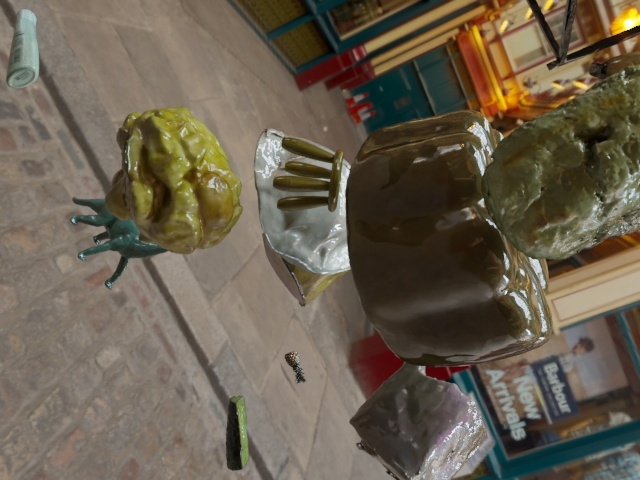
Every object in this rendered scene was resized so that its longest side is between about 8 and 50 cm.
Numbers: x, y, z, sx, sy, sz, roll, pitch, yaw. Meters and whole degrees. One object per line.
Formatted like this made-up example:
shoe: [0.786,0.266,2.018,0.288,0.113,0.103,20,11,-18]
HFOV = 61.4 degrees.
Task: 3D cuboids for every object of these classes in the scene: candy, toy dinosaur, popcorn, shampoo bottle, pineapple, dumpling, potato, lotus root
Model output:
candy: [0.167,0.329,0.951,0.185,0.195,0.137,32,-20,51]
toy dinosaur: [-0.501,-0.060,1.482,0.383,0.331,0.129,61,3,26]
popcorn: [-0.253,-0.103,0.931,0.215,0.252,0.286,-1,46,-29]
shampoo bottle: [-0.587,-0.385,1.067,0.041,0.069,0.190,36,32,-54]
pineapple: [-0.088,0.464,1.951,0.124,0.058,0.058,68,12,19]
dumpling: [-0.018,-0.070,1.160,0.341,0.181,0.260,52,48,-55]
potato: [0.000,0.000,1.373,0.229,0.266,0.229,54,-10,15]
lotus root: [0.524,-0.279,0.889,0.072,0.152,0.063,7,83,-81]

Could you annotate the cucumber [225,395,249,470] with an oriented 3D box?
cucumber: [-0.255,0.564,1.590,0.078,0.062,0.211,-37,124,-76]

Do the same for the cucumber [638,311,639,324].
cucumber: [0.636,0.065,0.934,0.056,0.250,0.056,20,31,-13]

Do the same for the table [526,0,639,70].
table: [0.441,-0.509,0.858,0.222,0.272,0.335,38,34,-65]

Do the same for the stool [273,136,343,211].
stool: [-0.019,-0.112,0.958,0.134,0.111,0.135,-76,172,-67]

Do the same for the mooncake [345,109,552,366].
mooncake: [0.204,-0.004,0.787,0.378,0.201,0.378,27,57,-53]

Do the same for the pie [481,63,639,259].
pie: [0.295,-0.066,0.546,0.201,0.248,0.090,54,11,-42]
